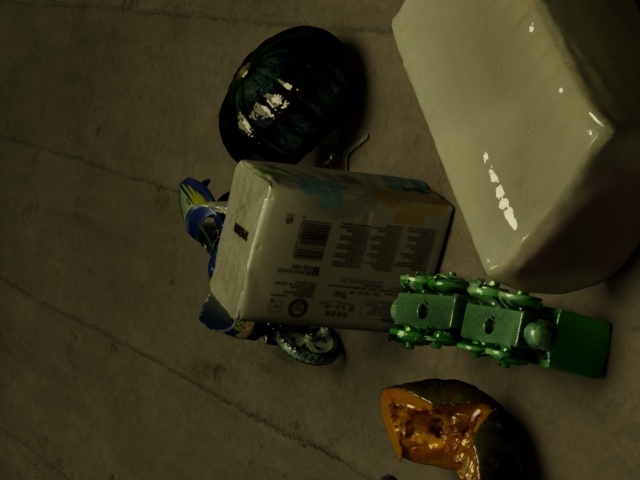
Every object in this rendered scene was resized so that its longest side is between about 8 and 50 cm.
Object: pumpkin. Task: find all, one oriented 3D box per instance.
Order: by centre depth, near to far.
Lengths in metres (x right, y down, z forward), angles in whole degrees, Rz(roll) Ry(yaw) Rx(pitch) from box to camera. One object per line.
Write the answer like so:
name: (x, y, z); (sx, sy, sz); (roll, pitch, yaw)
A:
pumpkin: (0.144, 0.209, 1.689); (0.119, 0.108, 0.183); (94, 152, -50)
pumpkin: (-0.040, -0.169, 2.034); (0.194, 0.150, 0.194); (-170, 90, -67)

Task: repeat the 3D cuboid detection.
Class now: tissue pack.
tissue pack: (0.000, 0.000, 1.858); (0.145, 0.229, 0.159); (40, 120, 57)

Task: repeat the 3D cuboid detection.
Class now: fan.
fan: (0.024, -0.097, 2.061); (0.133, 0.005, 0.085); (-40, 51, 52)

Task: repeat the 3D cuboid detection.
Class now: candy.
candy: (0.208, -0.148, 1.607); (0.208, 0.145, 0.358); (-55, 41, 39)

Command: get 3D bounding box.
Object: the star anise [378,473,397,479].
star anise: (0.107, 0.372, 1.614); (0.292, 0.109, 0.349); (62, -175, 2)

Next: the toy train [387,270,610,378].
toy train: (0.166, 0.082, 1.664); (0.251, 0.119, 0.085); (10, 86, 61)

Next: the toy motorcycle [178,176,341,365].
toy motorcycle: (-0.087, 0.035, 2.067); (0.113, 0.169, 0.315); (-64, 36, 34)
